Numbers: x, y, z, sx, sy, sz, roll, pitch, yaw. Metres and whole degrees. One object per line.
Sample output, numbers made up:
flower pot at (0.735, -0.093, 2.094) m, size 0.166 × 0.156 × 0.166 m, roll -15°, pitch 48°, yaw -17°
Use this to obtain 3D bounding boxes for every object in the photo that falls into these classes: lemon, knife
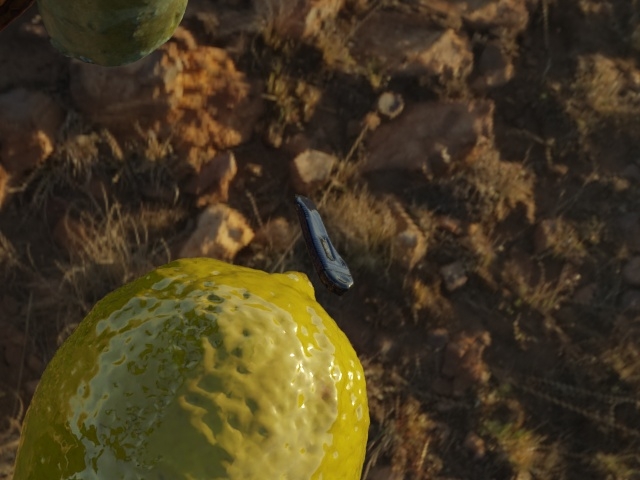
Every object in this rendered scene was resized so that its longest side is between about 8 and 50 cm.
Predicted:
lemon at (-0.064, 0.105, 0.534) m, size 0.180 × 0.180 × 0.193 m, roll 20°, pitch 102°, yaw 0°
knife at (0.000, 0.000, 0.952) m, size 0.031 × 0.018 × 0.121 m, roll 9°, pitch 46°, yaw -36°

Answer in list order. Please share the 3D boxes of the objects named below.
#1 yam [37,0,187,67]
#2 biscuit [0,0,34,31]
yam at (-0.082, -0.144, 0.401) m, size 0.078 × 0.179 × 0.078 m, roll 3°, pitch 63°, yaw -6°
biscuit at (-0.369, -0.242, 0.856) m, size 0.407 × 0.407 × 0.091 m, roll -29°, pitch 78°, yaw -23°
